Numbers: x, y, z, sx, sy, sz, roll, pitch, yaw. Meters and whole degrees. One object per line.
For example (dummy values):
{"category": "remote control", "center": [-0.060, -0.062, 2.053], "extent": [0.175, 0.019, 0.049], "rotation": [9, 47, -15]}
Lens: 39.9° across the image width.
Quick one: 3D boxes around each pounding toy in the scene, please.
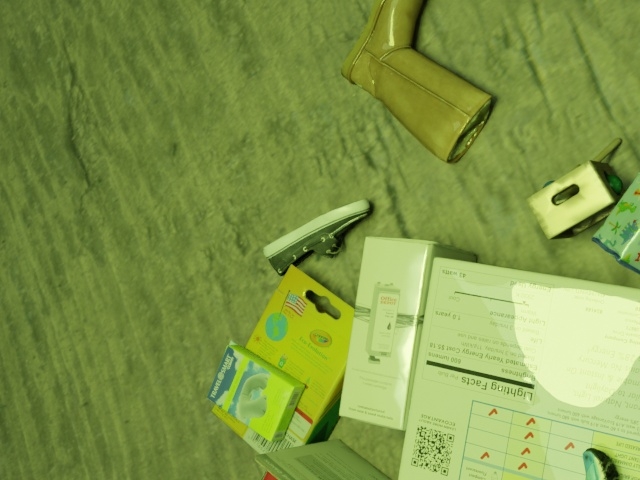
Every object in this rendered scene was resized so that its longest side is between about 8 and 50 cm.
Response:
{"category": "pounding toy", "center": [0.397, -0.080, 1.323], "extent": [0.141, 0.130, 0.100], "rotation": [-34, 74, 28]}

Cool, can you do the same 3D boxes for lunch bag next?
{"category": "lunch bag", "center": [0.487, -0.006, 1.246], "extent": [0.128, 0.151, 0.096], "rotation": [-56, 28, 15]}

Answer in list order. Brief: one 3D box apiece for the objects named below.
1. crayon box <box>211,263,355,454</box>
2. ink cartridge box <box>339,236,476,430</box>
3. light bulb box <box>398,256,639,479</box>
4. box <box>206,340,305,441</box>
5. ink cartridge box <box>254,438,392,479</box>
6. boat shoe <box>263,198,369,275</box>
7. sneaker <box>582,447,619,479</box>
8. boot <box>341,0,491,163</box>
{"category": "crayon box", "center": [-0.038, 0.228, 1.566], "extent": [0.202, 0.081, 0.318], "rotation": [35, 103, 30]}
{"category": "ink cartridge box", "center": [0.144, 0.144, 1.393], "extent": [0.117, 0.207, 0.282], "rotation": [7, 87, 30]}
{"category": "light bulb box", "center": [0.331, 0.230, 1.257], "extent": [0.358, 0.225, 0.361], "rotation": [9, 89, 31]}
{"category": "box", "center": [-0.122, 0.260, 1.542], "extent": [0.178, 0.042, 0.109], "rotation": [27, 98, 31]}
{"category": "ink cartridge box", "center": [0.048, 0.457, 1.373], "extent": [0.309, 0.272, 0.130], "rotation": [32, 100, 31]}
{"category": "boat shoe", "center": [0.000, 0.000, 1.580], "extent": [0.229, 0.080, 0.076], "rotation": [-27, 88, 23]}
{"category": "sneaker", "center": [0.327, 0.336, 1.080], "extent": [0.073, 0.063, 0.162], "rotation": [-2, 83, 31]}
{"category": "boot", "center": [0.188, -0.299, 1.499], "extent": [0.269, 0.089, 0.236], "rotation": [42, 116, 28]}
